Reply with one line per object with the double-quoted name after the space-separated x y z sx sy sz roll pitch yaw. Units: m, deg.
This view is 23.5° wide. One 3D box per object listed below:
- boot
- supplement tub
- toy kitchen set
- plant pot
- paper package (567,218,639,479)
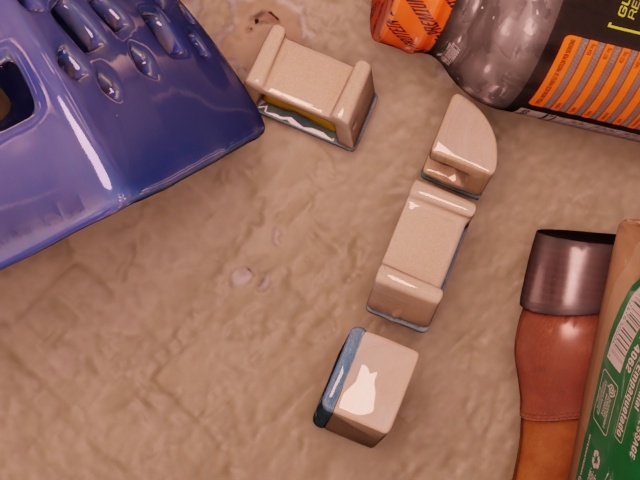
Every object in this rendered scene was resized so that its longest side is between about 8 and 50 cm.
0.240 0.144 0.991 0.264 0.096 0.280 4 98 -17 "boot"
0.212 -0.158 0.911 0.338 0.207 0.207 13 92 -7 "supplement tub"
0.000 0.000 0.962 0.166 0.122 0.207 22 77 3 "toy kitchen set"
-0.199 -0.087 0.832 0.236 0.236 0.212 -24 95 18 "plant pot"
0.302 0.170 0.900 0.310 0.168 0.324 3 111 -16 "paper package"
